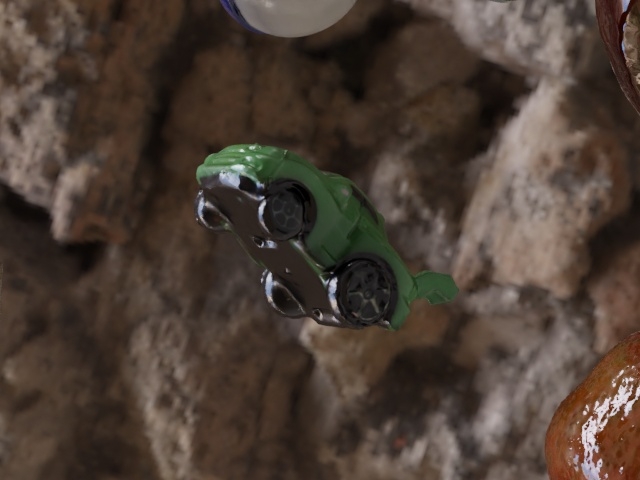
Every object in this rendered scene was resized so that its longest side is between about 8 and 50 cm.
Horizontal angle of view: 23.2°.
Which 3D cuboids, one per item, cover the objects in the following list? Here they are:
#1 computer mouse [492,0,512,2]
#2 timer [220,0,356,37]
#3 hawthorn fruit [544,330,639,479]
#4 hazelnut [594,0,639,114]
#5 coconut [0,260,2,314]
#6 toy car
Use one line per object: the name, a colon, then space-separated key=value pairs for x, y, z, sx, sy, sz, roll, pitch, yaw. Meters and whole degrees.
computer mouse: x=0.209 y=-0.394 z=2.030 sx=0.231 sy=0.079 sz=0.128 roll=34 pitch=-90 yaw=-40
timer: x=0.060 y=-0.324 z=1.318 sx=0.383 sy=0.270 sz=0.270 roll=-42 pitch=-22 yaw=-9
hawthorn fruit: x=0.388 y=0.270 z=1.581 sx=0.285 sy=0.285 sz=0.369 roll=87 pitch=173 yaw=-53
hazelnut: x=0.534 y=-0.296 z=1.940 sx=0.409 sy=0.359 sz=0.359 roll=60 pitch=-136 yaw=-33
coconut: x=-0.564 y=0.121 z=1.884 sx=0.415 sy=0.344 sz=0.415 roll=-32 pitch=-38 yaw=-29
toy car: x=0.000 y=0.000 z=2.070 sx=0.176 sy=0.213 sz=0.358 roll=-49 pitch=-67 yaw=-21
